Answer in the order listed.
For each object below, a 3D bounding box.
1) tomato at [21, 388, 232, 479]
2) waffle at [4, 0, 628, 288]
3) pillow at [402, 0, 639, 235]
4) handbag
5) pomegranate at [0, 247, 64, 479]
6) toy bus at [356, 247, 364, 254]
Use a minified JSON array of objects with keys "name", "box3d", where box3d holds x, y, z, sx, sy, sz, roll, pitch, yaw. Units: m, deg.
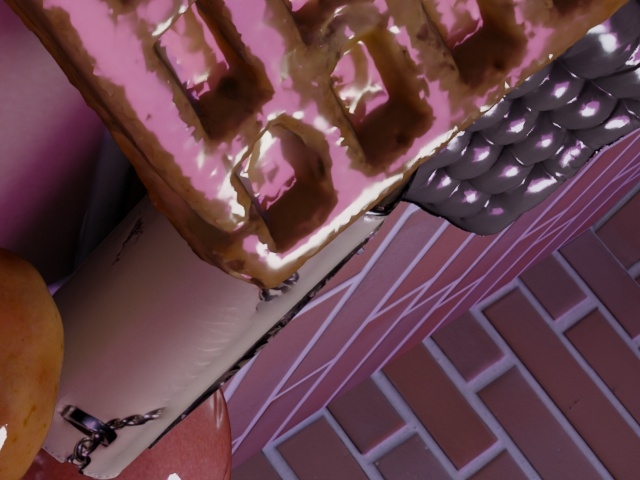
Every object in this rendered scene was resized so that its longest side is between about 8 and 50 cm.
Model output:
[{"name":"tomato","box3d":[-0.233,0.244,1.130,0.341,0.273,0.341,-32,165,-9]},{"name":"waffle","box3d":[0.021,-0.157,0.578,0.348,0.077,0.304,-39,136,-5]},{"name":"pillow","box3d":[0.205,-0.131,1.049,0.228,0.101,0.326,22,128,-41]},{"name":"handbag","box3d":[-0.090,0.016,0.887,0.358,0.160,0.236,-44,-167,26]},{"name":"pomegranate","box3d":[-0.268,0.090,0.686,0.209,0.209,0.209,-35,166,-10]},{"name":"toy bus","box3d":[0.000,0.000,1.352,0.073,0.076,0.167,-37,169,4]}]
